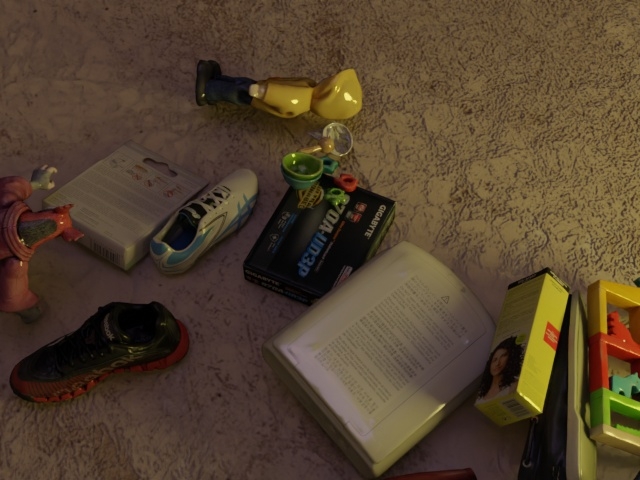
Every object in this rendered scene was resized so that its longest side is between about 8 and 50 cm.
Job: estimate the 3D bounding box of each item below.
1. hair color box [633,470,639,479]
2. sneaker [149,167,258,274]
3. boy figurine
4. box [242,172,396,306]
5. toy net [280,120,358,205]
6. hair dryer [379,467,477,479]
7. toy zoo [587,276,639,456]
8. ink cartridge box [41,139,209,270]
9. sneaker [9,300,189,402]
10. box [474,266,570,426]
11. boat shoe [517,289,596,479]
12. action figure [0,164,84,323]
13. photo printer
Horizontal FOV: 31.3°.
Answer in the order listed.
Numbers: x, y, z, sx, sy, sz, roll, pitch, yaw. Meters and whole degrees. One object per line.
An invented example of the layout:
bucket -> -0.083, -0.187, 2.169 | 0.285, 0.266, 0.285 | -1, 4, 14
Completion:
hair color box -> 0.370, 0.484, 1.455 | 0.105, 0.174, 0.347 | 26, 61, 18
sneaker -> -0.184, -0.041, 1.864 | 0.085, 0.086, 0.237 | 32, 62, 22
boy figurine -> -0.071, -0.259, 1.963 | 0.285, 0.177, 0.092 | 5, 99, 15
box -> 0.000, 0.000, 1.852 | 0.175, 0.051, 0.220 | 22, 60, 15
toy net -> 0.016, -0.144, 1.902 | 0.122, 0.045, 0.232 | 16, 37, 8
hair dryer -> 0.125, 0.431, 1.573 | 0.223, 0.080, 0.294 | 33, 68, 3
toy zoo -> 0.476, 0.179, 1.682 | 0.192, 0.030, 0.293 | 22, 55, -22
ink cartridge box -> -0.324, -0.064, 1.915 | 0.181, 0.056, 0.224 | 29, 43, 18
sneaker -> -0.337, 0.159, 1.707 | 0.276, 0.135, 0.098 | -17, 60, -8
box -> 0.293, 0.150, 1.641 | 0.058, 0.087, 0.232 | 40, 47, -19
boat shoe -> 0.338, 0.222, 1.664 | 0.113, 0.127, 0.340 | -10, 54, 25
action figure -> -0.531, -0.004, 1.727 | 0.370, 0.275, 0.248 | -18, 73, 22
photo printer -> 0.106, 0.161, 1.691 | 0.307, 0.107, 0.256 | -38, 77, -21
